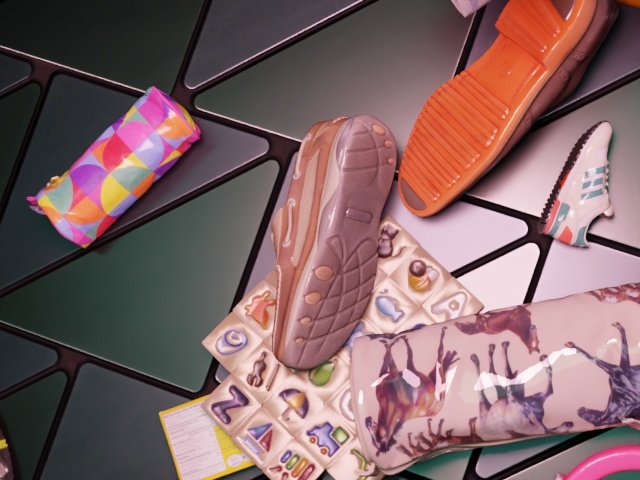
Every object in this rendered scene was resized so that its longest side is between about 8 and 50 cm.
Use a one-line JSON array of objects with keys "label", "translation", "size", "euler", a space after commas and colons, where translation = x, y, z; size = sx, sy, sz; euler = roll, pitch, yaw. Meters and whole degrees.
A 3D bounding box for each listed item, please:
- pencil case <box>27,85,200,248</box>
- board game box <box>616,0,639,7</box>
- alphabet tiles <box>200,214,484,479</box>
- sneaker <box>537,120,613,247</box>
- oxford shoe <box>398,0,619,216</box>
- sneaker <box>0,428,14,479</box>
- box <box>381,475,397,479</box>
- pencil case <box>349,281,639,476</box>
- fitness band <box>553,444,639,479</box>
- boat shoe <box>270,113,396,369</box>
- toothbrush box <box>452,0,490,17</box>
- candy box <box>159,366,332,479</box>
[{"label": "pencil case", "translation": [-0.268, -0.096, 1.863], "size": [0.236, 0.104, 0.104], "euler": [-41, 77, 2]}, {"label": "board game box", "translation": [0.338, -0.501, 1.664], "size": [0.357, 0.356, 0.356], "euler": [14, 86, 12]}, {"label": "alphabet tiles", "translation": [0.027, 0.145, 1.796], "size": [0.285, 0.011, 0.342], "euler": [44, 86, 14]}, {"label": "sneaker", "translation": [0.334, -0.066, 1.768], "size": [0.075, 0.057, 0.161], "euler": [27, 87, -3]}, {"label": "oxford shoe", "translation": [0.236, -0.166, 1.760], "size": [0.363, 0.133, 0.130], "euler": [-51, 53, 22]}, {"label": "sneaker", "translation": [-0.521, 0.250, 1.864], "size": [0.147, 0.145, 0.384], "euler": [-29, 75, 27]}, {"label": "box", "translation": [0.054, 0.327, 1.768], "size": [0.067, 0.018, 0.083], "euler": [9, 64, 12]}, {"label": "pencil case", "translation": [0.230, 0.168, 1.680], "size": [0.411, 0.160, 0.183], "euler": [-11, 65, 4]}, {"label": "fitness band", "translation": [0.351, 0.378, 1.670], "size": [0.209, 0.054, 0.290], "euler": [17, 99, 7]}, {"label": "boat shoe", "translation": [0.000, 0.000, 1.779], "size": [0.116, 0.123, 0.324], "euler": [12, 83, 44]}, {"label": "toothbrush box", "translation": [0.201, -0.402, 1.433], "size": [0.296, 0.126, 0.216], "euler": [-33, 78, 7]}, {"label": "candy box", "translation": [-0.095, 0.235, 1.819], "size": [0.206, 0.027, 0.105], "euler": [-20, 75, 8]}]
